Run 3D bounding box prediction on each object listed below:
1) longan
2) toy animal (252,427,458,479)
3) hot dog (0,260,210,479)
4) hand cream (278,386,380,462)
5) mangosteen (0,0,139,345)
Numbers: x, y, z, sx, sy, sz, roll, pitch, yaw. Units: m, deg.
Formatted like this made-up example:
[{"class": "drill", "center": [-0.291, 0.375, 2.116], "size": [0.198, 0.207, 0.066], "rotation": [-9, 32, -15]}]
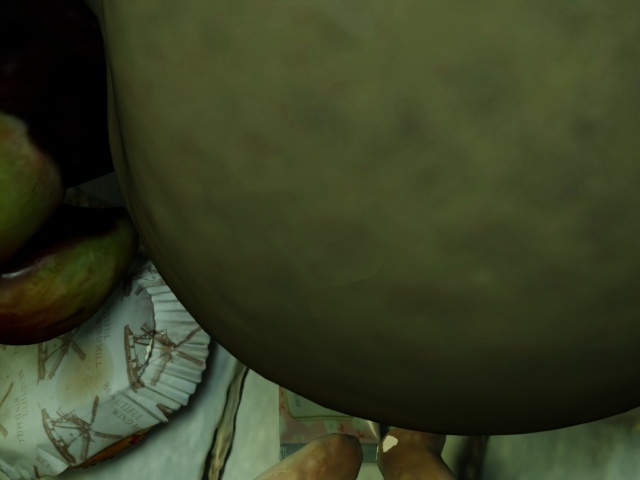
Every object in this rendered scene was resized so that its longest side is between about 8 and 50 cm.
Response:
[{"class": "longan", "center": [0.037, -0.062, 0.526], "size": [0.300, 0.300, 0.243], "rotation": [-28, 21, 38]}, {"class": "toy animal", "center": [0.025, 0.170, 0.575], "size": [0.185, 0.183, 0.104], "rotation": [46, 139, 33]}, {"class": "hot dog", "center": [-0.127, 0.071, 0.835], "size": [0.192, 0.053, 0.099], "rotation": [-29, 63, 35]}, {"class": "hand cream", "center": [0.000, 0.000, 0.732], "size": [0.067, 0.043, 0.210], "rotation": [-8, 81, 44]}, {"class": "mangosteen", "center": [-0.188, -0.132, 0.743], "size": [0.382, 0.382, 0.435], "rotation": [13, 113, 46]}]
